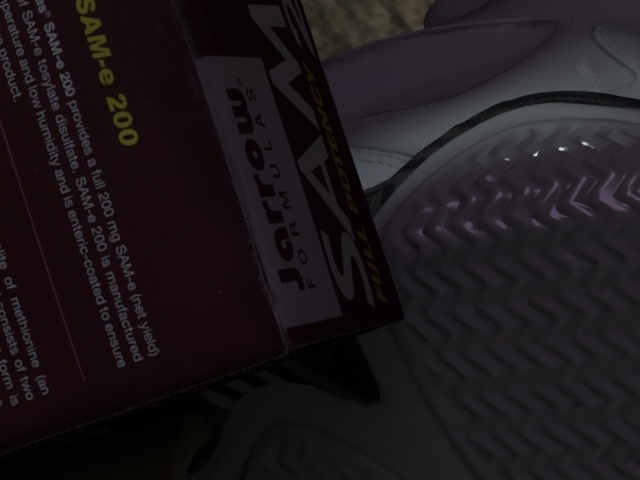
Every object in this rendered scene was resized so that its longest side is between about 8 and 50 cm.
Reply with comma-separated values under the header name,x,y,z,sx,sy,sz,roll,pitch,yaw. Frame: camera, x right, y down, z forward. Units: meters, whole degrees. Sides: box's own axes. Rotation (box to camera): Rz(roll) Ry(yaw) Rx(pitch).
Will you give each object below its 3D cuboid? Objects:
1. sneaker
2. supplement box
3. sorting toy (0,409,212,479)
name,x,y,z,sx,sy,sz,roll,pitch,yaw
sneaker,0.000,0.000,0.602,0.365,0.137,0.210,-4,23,27
supplement box,-0.113,-0.001,0.483,0.239,0.073,0.130,-20,86,25
sorting toy,-0.099,0.134,0.451,0.307,0.041,0.229,-18,39,32
